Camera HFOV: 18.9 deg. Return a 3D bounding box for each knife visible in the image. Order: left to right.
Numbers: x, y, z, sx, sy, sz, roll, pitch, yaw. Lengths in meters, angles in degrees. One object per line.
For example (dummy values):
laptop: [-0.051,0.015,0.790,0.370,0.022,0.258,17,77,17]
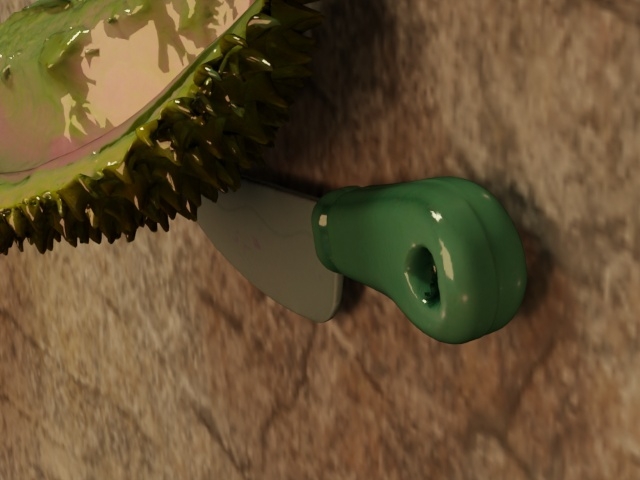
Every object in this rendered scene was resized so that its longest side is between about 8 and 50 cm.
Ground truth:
knife: [0.001,0.002,0.743,0.260,0.034,0.063,11,116,63]

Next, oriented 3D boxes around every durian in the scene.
durian: [-0.063,-0.050,0.745,0.220,0.095,0.137,-27,46,44]
